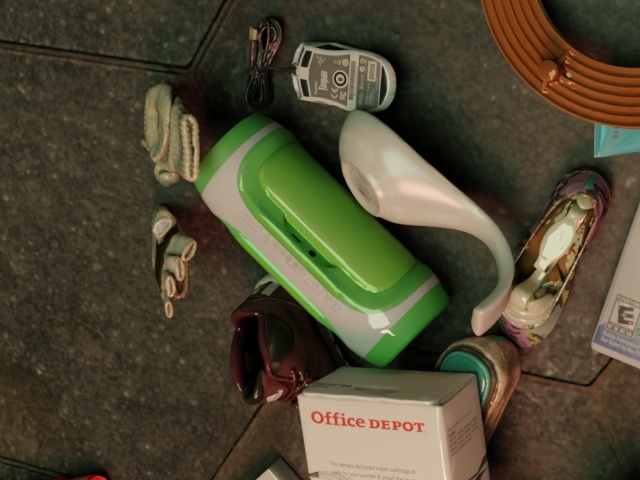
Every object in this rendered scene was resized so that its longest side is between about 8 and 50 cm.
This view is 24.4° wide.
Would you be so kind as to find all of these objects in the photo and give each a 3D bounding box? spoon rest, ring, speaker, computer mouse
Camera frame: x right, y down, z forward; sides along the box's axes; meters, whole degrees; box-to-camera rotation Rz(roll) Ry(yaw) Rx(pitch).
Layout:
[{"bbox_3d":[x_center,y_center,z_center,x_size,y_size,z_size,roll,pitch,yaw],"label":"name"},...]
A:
[{"bbox_3d":[0.112,-0.030,1.543,0.276,0.084,0.137,52,164,24],"label":"spoon rest"},{"bbox_3d":[0.296,-0.272,1.388,0.337,0.032,0.336,3,96,32],"label":"ring"},{"bbox_3d":[0.000,0.000,1.617,0.296,0.131,0.131,45,121,7],"label":"speaker"},{"bbox_3d":[0.003,-0.180,1.606,0.193,0.042,0.106,14,108,28],"label":"computer mouse"}]

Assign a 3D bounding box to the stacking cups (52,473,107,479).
[{"bbox_3d":[-0.419,0.370,1.971,0.316,0.096,0.096,-18,98,30],"label":"stacking cups"}]

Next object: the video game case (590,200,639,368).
[{"bbox_3d":[0.463,0.037,1.451,0.329,0.036,0.300,23,116,18],"label":"video game case"}]

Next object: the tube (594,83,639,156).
[{"bbox_3d":[0.360,-0.119,1.405,0.207,0.052,0.080,2,89,29],"label":"tube"}]

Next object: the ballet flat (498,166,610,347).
[{"bbox_3d":[0.232,0.026,1.537,0.077,0.079,0.221,30,118,13],"label":"ballet flat"}]

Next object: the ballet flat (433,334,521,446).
[{"bbox_3d":[0.141,0.234,1.637,0.107,0.106,0.316,37,120,18],"label":"ballet flat"}]

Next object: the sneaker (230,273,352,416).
[{"bbox_3d":[-0.024,0.181,1.669,0.106,0.162,0.281,-30,92,31],"label":"sneaker"}]

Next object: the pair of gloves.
[{"bbox_3d":[-0.173,-0.054,1.658,0.042,0.204,0.240,-2,111,-15],"label":"pair of gloves"}]

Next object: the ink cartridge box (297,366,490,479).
[{"bbox_3d":[0.084,0.258,1.554,0.172,0.100,0.237,0,106,31],"label":"ink cartridge box"}]

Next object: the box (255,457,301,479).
[{"bbox_3d":[-0.062,0.377,1.830,0.145,0.038,0.186,47,120,5],"label":"box"}]
